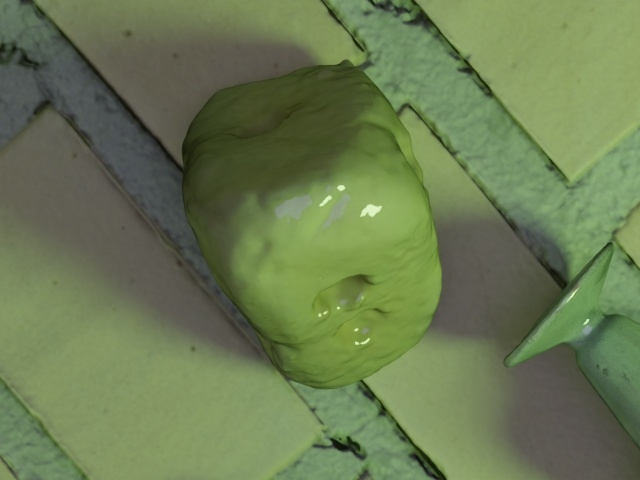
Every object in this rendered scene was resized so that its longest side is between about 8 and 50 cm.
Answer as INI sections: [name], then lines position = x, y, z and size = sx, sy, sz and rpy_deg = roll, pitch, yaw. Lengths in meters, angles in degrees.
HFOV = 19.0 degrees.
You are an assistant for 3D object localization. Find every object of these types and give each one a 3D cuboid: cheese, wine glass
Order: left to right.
[cheese]
position = 0.002, 0.000, 1.440
size = 0.174, 0.248, 0.251
rpy_deg = -17, 98, 3
[wine glass]
position = 0.256, 0.109, 1.479
size = 0.196, 0.165, 0.165
rpy_deg = 43, 92, 3
